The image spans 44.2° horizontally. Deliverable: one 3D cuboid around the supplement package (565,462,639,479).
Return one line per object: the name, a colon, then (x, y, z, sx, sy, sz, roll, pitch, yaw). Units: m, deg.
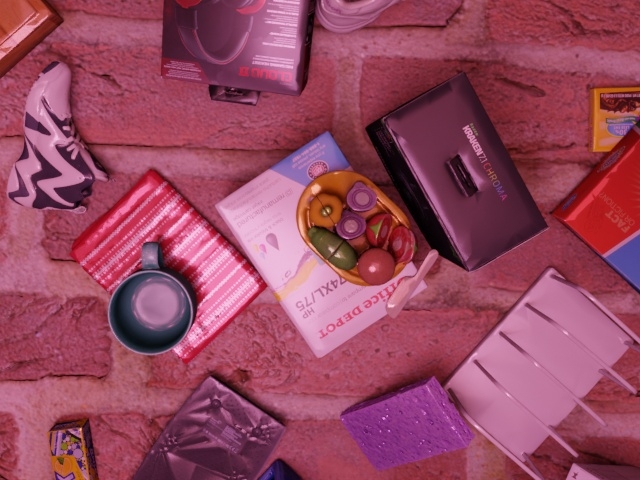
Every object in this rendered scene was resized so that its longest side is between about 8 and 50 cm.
supplement package: (0.478, 0.442, 1.233, 0.244, 0.139, 0.134, 18, 95, -44)

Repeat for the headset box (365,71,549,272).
headset box: (0.191, -0.099, 1.161, 0.131, 0.283, 0.246, -30, 96, 1)

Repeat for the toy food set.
toy food set: (0.065, -0.001, 1.072, 0.218, 0.071, 0.128, 42, 91, -7)

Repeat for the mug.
mug: (-0.250, 0.093, 1.225, 0.129, 0.097, 0.158, 32, 92, -5)

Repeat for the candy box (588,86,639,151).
candy box: (0.545, -0.199, 1.292, 0.206, 0.027, 0.105, -2, 99, -2)

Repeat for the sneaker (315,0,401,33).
sneaker: (0.132, -0.420, 1.195, 0.305, 0.152, 0.114, -34, 93, 0)

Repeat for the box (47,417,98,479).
box: (-0.403, 0.384, 1.298, 0.059, 0.054, 0.169, -8, 95, -2)

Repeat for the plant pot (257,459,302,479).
plant pot: (-0.058, 0.531, 1.241, 0.212, 0.236, 0.236, 40, 92, -11)

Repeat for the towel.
towel: (-0.248, 0.043, 1.285, 0.199, 0.031, 0.275, -44, 96, 2)

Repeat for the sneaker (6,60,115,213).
sneaker: (-0.385, -0.149, 1.231, 0.153, 0.094, 0.235, 18, 95, -5)

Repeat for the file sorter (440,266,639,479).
file sorter: (0.367, 0.216, 1.252, 0.193, 0.173, 0.278, 41, 92, -5)

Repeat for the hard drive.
hard drive: (-0.190, 0.362, 1.304, 0.172, 0.054, 0.255, 35, 93, -4)

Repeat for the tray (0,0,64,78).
tray: (-0.617, -0.435, 1.207, 0.203, 0.076, 0.411, -41, 94, 2)

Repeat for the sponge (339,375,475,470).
sponge: (0.133, 0.297, 1.258, 0.210, 0.031, 0.117, -32, 95, 44)

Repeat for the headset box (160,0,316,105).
headset box: (-0.117, -0.351, 1.176, 0.218, 0.110, 0.293, 9, 113, 2)

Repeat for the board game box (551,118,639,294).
board game box: (0.573, -0.078, 1.267, 0.242, 0.064, 0.316, 40, 97, -8)

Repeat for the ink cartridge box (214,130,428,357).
ink cartridge box: (0.000, 0.000, 1.205, 0.198, 0.197, 0.270, -34, 96, 1)
